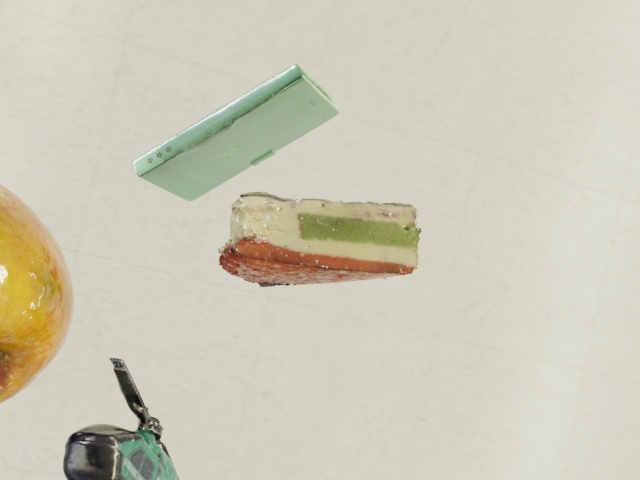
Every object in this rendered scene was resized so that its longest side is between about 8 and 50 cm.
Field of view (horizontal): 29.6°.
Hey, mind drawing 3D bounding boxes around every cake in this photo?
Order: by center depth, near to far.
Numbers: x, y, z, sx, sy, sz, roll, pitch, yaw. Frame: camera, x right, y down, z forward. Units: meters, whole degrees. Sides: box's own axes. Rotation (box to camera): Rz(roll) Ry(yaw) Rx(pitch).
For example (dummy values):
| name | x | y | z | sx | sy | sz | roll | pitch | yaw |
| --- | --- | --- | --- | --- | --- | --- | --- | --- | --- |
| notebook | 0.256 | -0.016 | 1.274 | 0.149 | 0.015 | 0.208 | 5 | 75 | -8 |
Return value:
| name | x | y | z | sx | sy | sz | roll | pitch | yaw |
| --- | --- | --- | --- | --- | --- | --- | --- | --- | --- |
| cake | -0.012 | -0.005 | 1.341 | 0.116 | 0.220 | 0.086 | 25 | 65 | -53 |

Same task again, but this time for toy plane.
| name | x | y | z | sx | sy | sz | roll | pitch | yaw |
| --- | --- | --- | --- | --- | --- | --- | --- | --- | --- |
| toy plane | -0.203 | 0.289 | 1.413 | 0.382 | 0.106 | 0.155 | 64 | 35 | -49 |

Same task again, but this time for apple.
| name | x | y | z | sx | sy | sz | roll | pitch | yaw |
| --- | --- | --- | --- | --- | --- | --- | --- | --- | --- |
| apple | -0.441 | 0.050 | 1.376 | 0.298 | 0.275 | 0.299 | -17 | 140 | -15 |

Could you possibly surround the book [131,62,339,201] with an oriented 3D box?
| name | x | y | z | sx | sy | sz | roll | pitch | yaw |
| --- | --- | --- | --- | --- | --- | --- | --- | --- | --- |
| book | -0.057 | -0.075 | 0.870 | 0.135 | 0.103 | 0.017 | -30 | 74 | 10 |
